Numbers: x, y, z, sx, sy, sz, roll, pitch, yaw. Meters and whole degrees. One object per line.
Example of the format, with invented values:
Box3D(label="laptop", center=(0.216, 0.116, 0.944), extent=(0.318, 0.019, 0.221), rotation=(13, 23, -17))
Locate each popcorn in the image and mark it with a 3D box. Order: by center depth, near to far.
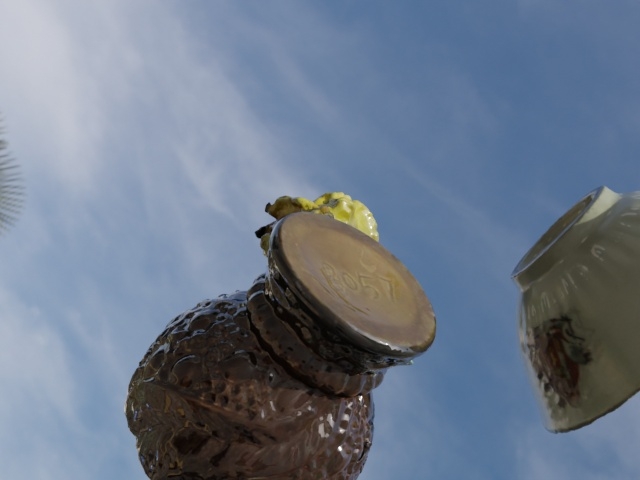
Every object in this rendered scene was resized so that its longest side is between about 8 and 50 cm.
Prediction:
Box3D(label="popcorn", center=(0.006, -0.008, 1.346), extent=(0.173, 0.195, 0.168), rotation=(19, -108, 47))

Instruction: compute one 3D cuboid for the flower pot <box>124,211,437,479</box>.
Box3D(label="flower pot", center=(-0.032, 0.129, 0.885), extent=(0.266, 0.266, 0.267), rotation=(47, -61, 22))

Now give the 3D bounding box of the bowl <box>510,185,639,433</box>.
Box3D(label="bowl", center=(0.320, 0.044, 0.967), extent=(0.157, 0.337, 0.337), rotation=(44, -49, 5))

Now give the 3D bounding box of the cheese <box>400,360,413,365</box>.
Box3D(label="cheese", center=(0.066, 0.180, 1.195), extent=(0.120, 0.067, 0.026), rotation=(-18, -111, 16))
